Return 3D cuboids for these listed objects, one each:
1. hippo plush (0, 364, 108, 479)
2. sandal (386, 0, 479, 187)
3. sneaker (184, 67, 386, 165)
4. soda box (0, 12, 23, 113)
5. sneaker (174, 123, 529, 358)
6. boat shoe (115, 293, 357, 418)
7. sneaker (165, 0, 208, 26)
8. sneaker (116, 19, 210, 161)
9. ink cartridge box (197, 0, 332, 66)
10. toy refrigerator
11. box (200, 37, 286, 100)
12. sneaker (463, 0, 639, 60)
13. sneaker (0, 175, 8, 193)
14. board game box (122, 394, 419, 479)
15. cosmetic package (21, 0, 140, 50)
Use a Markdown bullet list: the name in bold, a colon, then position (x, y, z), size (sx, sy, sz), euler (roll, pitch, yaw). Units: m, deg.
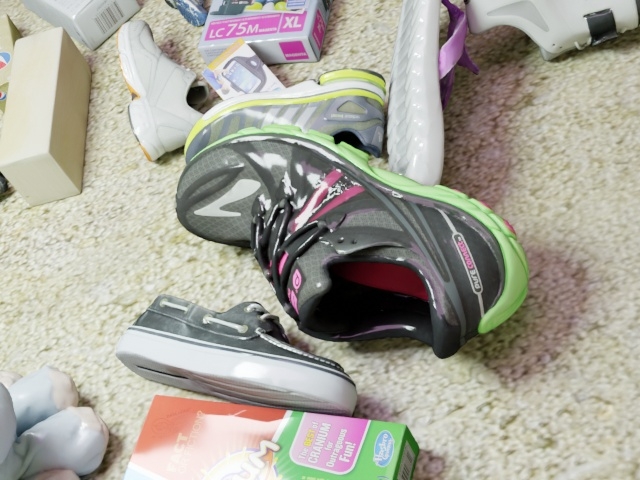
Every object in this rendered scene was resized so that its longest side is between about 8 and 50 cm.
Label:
- **hippo plush**: position (-0.421, 0.219, 1.257), size (0.294, 0.236, 0.234), euler (-13, 52, 12)
- **sandal**: position (0.153, -0.211, 1.417), size (0.102, 0.169, 0.416), euler (10, 65, -9)
- **sneaker**: position (-0.049, -0.137, 1.463), size (0.300, 0.111, 0.121), euler (-17, 63, 18)
- **soda box**: position (-0.526, -0.297, 1.799), size (0.061, 0.058, 0.181), euler (-25, 51, 3)
- **sneaker**: position (0.000, 0.000, 1.271), size (0.483, 0.185, 0.202), euler (17, 45, 32)
- **boat shoe**: position (-0.097, 0.123, 1.274), size (0.335, 0.121, 0.119), euler (11, 64, 30)
- **sneaker**: position (-0.212, -0.399, 1.756), size (0.058, 0.052, 0.135), euler (-36, 51, -12)
- **sneaker**: position (-0.230, -0.236, 1.624), size (0.121, 0.099, 0.262), euler (-17, 58, 0)
- **ink cartridge box**: position (-0.068, -0.405, 1.699), size (0.186, 0.065, 0.311), euler (-1, 53, 20)
- **toy refrigerator**: position (-0.422, -0.192, 1.651), size (0.094, 0.102, 0.269), euler (-14, 52, 12)
- **box**: position (-0.103, -0.221, 1.567), size (0.081, 0.028, 0.136), euler (-41, 68, 2)
- **sneaker**: position (0.352, -0.310, 1.439), size (0.330, 0.146, 0.122), euler (8, 29, 1)
- **sneaker**: position (-0.524, -0.126, 1.678), size (0.078, 0.067, 0.188), euler (-14, 46, -16)
- **board game box**: position (-0.074, 0.302, 1.170), size (0.316, 0.064, 0.242), euler (2, 56, 23)
- **cosmetic package**: position (-0.425, -0.424, 1.837), size (0.231, 0.085, 0.117), euler (33, 72, 35)
